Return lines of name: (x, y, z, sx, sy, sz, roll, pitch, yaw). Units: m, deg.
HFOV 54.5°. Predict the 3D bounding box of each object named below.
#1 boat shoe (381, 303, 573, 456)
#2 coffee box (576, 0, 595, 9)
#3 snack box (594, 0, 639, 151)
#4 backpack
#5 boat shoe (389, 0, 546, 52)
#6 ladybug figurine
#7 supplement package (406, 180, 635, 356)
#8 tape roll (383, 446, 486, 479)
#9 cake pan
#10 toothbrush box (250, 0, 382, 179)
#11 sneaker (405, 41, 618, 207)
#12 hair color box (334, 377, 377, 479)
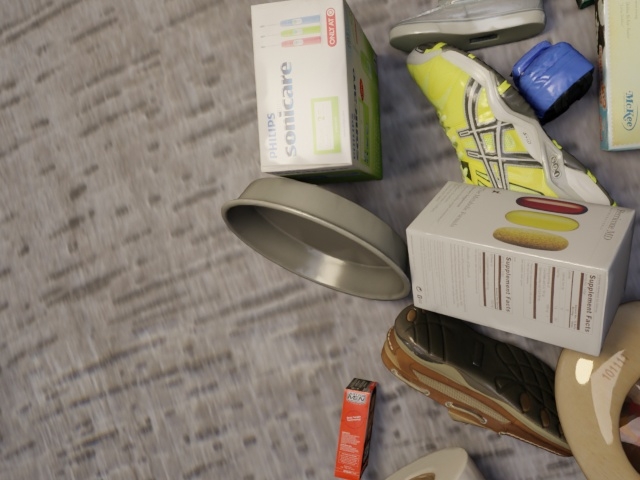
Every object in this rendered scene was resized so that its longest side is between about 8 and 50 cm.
boat shoe: (0.237, 0.215, 0.927, 0.324, 0.122, 0.119, 33, 132, 2)
coffee box: (0.441, -0.421, 0.881, 0.184, 0.040, 0.113, -19, 87, 14)
snack box: (0.476, -0.291, 0.840, 0.187, 0.060, 0.321, -4, 101, 13)
backpack: (0.321, -0.225, 0.877, 0.101, 0.120, 0.098, 44, 102, 9)
boat shoe: (0.215, -0.335, 0.929, 0.228, 0.079, 0.081, -5, 82, 9)
ladybug figurine: (0.509, 0.264, 0.816, 0.449, 0.162, 0.305, 41, 91, 10)
supplement package: (0.254, 0.026, 0.802, 0.244, 0.139, 0.133, 13, 130, 32)
tape roll: (0.154, 0.435, 0.878, 0.246, 0.246, 0.169, -36, 83, 12)
cake pan: (0.000, 0.000, 0.898, 0.294, 0.293, 0.054, 21, 72, 12)
toothbrush box: (0.008, -0.190, 0.873, 0.122, 0.283, 0.206, -3, 90, 15)
sneaker: (0.245, -0.124, 0.889, 0.147, 0.145, 0.384, -42, 80, 12)
hair color box: (0.057, 0.298, 0.986, 0.043, 0.072, 0.141, 7, 94, 14)
